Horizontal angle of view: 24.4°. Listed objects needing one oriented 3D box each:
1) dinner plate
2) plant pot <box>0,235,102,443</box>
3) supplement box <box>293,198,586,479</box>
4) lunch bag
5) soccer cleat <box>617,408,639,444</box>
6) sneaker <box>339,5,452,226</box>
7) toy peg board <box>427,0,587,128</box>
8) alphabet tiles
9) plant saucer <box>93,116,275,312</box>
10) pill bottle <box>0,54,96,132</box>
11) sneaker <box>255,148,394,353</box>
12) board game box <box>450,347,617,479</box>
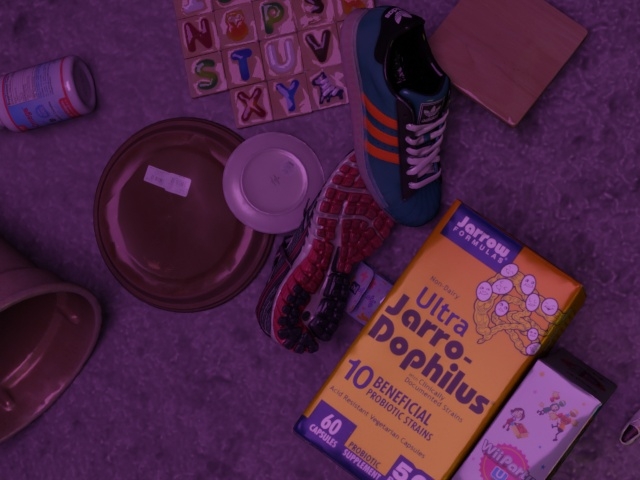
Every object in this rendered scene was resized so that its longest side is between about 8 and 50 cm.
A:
[{"bbox_3d":[-0.063,-0.080,2.027,0.141,0.017,0.141,1,84,-8],"label":"dinner plate"},{"bbox_3d":[-0.528,0.091,2.050,0.305,0.334,0.334,44,101,23],"label":"plant pot"},{"bbox_3d":[0.158,0.153,1.880,0.194,0.195,0.356,35,91,13],"label":"supplement box"},{"bbox_3d":[0.069,0.078,1.999,0.083,0.053,0.071,37,98,23],"label":"lunch bag"},{"bbox_3d":[0.416,0.233,1.911,0.029,0.035,0.083,45,101,11],"label":"soccer cleat"},{"bbox_3d":[0.112,-0.153,1.906,0.121,0.108,0.302,10,122,52],"label":"sneaker"},{"bbox_3d":[0.239,-0.246,1.950,0.161,0.079,0.161,37,84,13],"label":"toy peg board"},{"bbox_3d":[-0.069,-0.339,2.057,0.285,0.011,0.343,-11,87,15],"label":"alphabet tiles"},{"bbox_3d":[-0.197,-0.036,2.079,0.278,0.041,0.278,0,90,16],"label":"plant saucer"},{"bbox_3d":[-0.409,-0.204,2.112,0.160,0.087,0.087,-14,86,15],"label":"pill bottle"},{"bbox_3d":[0.000,0.000,1.992,0.299,0.121,0.112,-60,32,-3],"label":"sneaker"},{"bbox_3d":[0.240,0.288,1.863,0.097,0.224,0.303,35,99,14],"label":"board game box"}]
